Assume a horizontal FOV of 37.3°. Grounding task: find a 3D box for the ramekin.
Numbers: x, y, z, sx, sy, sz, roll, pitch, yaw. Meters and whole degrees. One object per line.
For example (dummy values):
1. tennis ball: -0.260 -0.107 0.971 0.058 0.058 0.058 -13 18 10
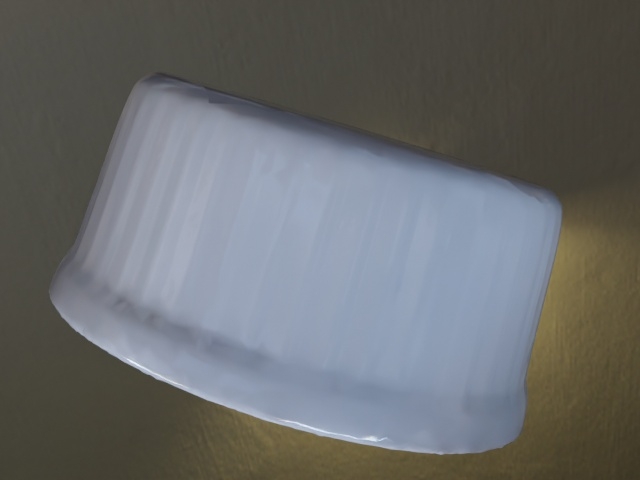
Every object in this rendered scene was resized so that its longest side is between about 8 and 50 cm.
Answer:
1. ramekin: 0.000 0.000 0.541 0.277 0.135 0.277 16 -173 -2
